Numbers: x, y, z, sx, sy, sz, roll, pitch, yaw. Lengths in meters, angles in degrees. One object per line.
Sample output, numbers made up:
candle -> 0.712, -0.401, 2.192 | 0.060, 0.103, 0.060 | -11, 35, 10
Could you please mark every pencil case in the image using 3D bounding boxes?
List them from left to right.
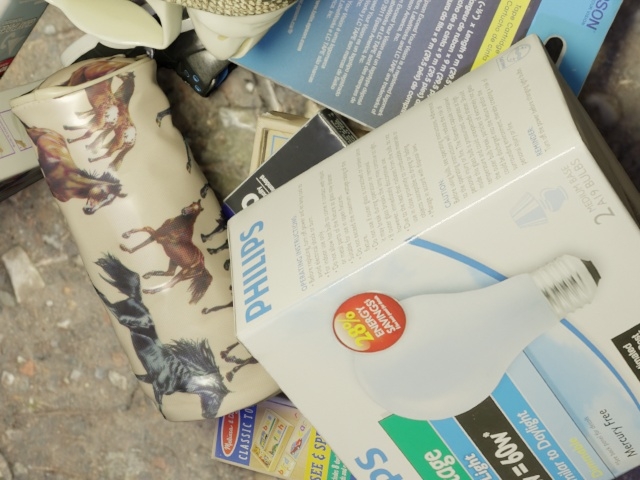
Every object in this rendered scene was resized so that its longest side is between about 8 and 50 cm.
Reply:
pencil case -> -0.165, -0.001, 1.887 | 0.160, 0.183, 0.410 | -18, 103, 31

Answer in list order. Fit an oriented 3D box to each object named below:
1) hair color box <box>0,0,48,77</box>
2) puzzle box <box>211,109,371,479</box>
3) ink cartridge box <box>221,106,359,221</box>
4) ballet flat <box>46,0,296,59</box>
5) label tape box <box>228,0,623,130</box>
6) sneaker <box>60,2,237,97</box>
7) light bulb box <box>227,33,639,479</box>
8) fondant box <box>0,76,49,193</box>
hair color box -> -0.383, -0.323, 1.983 | 0.185, 0.113, 0.374 | 40, 114, 6
puzzle box -> 0.034, 0.081, 1.971 | 0.272, 0.052, 0.409 | 13, 108, 17
ink cartridge box -> 0.000, 0.000, 1.910 | 0.208, 0.045, 0.206 | -43, 87, 25
ballet flat -> -0.147, -0.268, 1.754 | 0.483, 0.164, 0.182 | 13, 126, 33
label tape box -> 0.112, -0.231, 1.832 | 0.347, 0.115, 0.249 | 25, 111, 7
sneaker -> -0.174, -0.197, 1.959 | 0.217, 0.079, 0.121 | -25, 95, 23
light bulb box -> 0.155, 0.066, 1.735 | 0.361, 0.225, 0.358 | -31, 118, 14
fondant box -> -0.403, -0.072, 1.936 | 0.238, 0.330, 0.096 | -27, 94, 23
